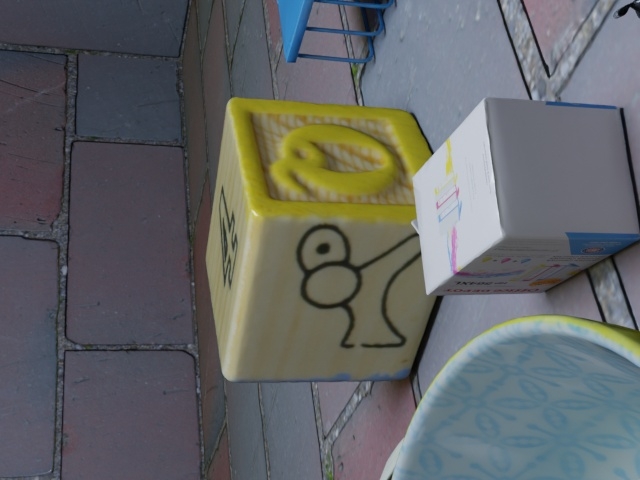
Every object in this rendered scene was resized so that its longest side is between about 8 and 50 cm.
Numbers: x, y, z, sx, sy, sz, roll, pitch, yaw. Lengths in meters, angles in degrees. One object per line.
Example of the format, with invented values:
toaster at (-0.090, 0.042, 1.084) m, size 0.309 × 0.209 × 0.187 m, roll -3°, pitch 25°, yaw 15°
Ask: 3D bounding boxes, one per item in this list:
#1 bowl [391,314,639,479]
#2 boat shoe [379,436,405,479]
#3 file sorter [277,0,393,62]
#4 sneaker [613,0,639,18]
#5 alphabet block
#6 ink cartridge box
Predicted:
bowl at (0.146, 0.177, 0.360) m, size 0.289 × 0.156 × 0.289 m, roll -174°, pitch 90°, yaw -71°
boat shoe at (0.072, 0.250, 0.782) m, size 0.068 × 0.081 × 0.227 m, roll -99°, pitch 21°, yaw -48°
file sorter at (0.023, -0.287, 0.978) m, size 0.170 × 0.105 × 0.118 m, roll 112°, pitch 155°, yaw -52°
sneaker at (0.177, -0.103, 0.458) m, size 0.038 × 0.069 × 0.098 m, roll 172°, pitch 100°, yaw -75°
alphabet block at (0.000, 0.000, 0.874) m, size 0.193 × 0.193 × 0.197 m, roll -109°, pitch 27°, yaw -49°
ink cartridge box at (0.124, -0.020, 0.603) m, size 0.143 × 0.092 × 0.089 m, roll 126°, pitch 142°, yaw -66°
